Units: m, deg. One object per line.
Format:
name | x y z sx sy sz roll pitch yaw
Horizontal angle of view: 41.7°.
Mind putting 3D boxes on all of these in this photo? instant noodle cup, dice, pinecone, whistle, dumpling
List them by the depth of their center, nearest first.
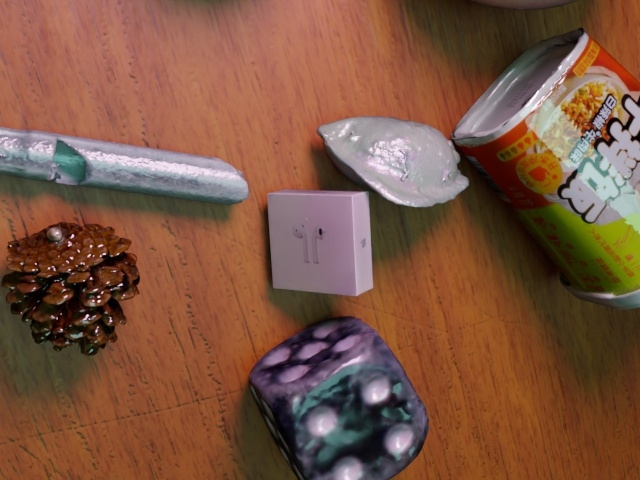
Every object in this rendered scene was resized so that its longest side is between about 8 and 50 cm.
pinecone | -0.291 0.058 0.998 0.174 0.173 0.173 -3 100 -19
whistle | -0.241 -0.089 1.038 0.312 0.062 0.062 7 97 -20
dumpling | 0.101 -0.108 1.106 0.217 0.149 0.104 11 99 -17
dice | 0.022 0.220 1.117 0.183 0.181 0.182 -29 105 -12
instant noodle cup | 0.364 -0.105 1.151 0.308 0.294 0.294 43 84 -13

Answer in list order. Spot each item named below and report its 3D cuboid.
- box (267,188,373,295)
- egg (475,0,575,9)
box | 0.000 0.000 1.102 0.051 0.130 0.129 -21 111 -57
egg | 0.284 -0.447 0.975 0.355 0.340 0.354 -5 108 -17
